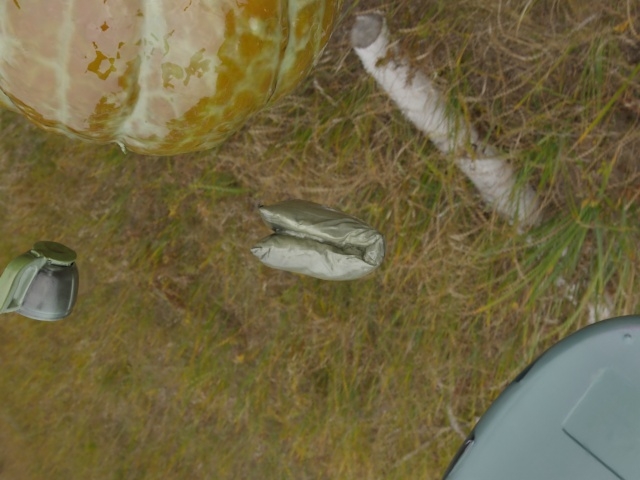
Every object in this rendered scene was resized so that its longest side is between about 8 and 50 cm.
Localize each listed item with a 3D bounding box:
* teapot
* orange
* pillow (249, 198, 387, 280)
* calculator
[{"bbox_3d":[-0.353,0.051,0.917,0.092,0.124,0.091,19,106,-15],"label":"teapot"},{"bbox_3d":[-0.139,-0.216,0.540,0.329,0.329,0.249,33,145,-5],"label":"orange"},{"bbox_3d":[0.000,0.000,0.743,0.134,0.078,0.181,13,180,3],"label":"pillow"},{"bbox_3d":[0.166,0.186,0.462,0.185,0.041,0.299,41,107,35],"label":"calculator"}]
